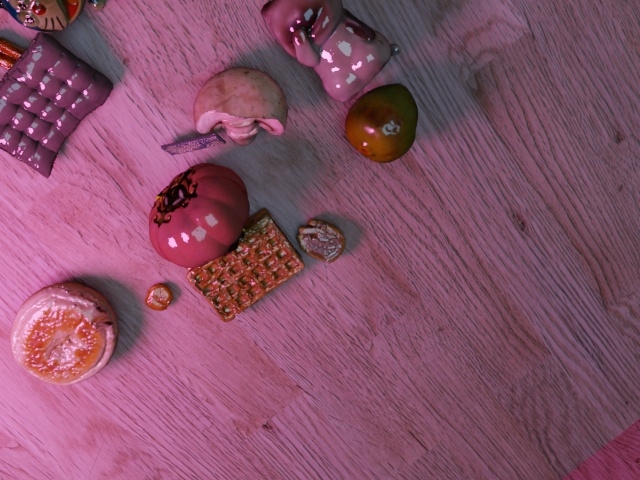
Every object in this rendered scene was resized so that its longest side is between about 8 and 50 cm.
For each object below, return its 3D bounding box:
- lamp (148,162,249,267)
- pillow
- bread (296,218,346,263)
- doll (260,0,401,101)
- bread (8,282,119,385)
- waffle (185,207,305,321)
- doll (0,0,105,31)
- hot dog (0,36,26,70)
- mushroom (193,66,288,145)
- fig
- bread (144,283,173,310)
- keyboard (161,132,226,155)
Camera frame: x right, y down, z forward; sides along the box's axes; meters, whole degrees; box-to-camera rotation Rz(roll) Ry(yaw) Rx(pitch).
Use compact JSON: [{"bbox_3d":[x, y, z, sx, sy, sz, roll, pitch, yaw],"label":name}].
[{"bbox_3d":[-0.318,-0.060,1.769,0.305,0.305,0.240,-48,128,4],"label":"lamp"},{"bbox_3d":[-0.717,-0.343,1.664,0.326,0.101,0.228,-51,135,3],"label":"pillow"},{"bbox_3d":[0.000,0.000,1.971,0.156,0.064,0.117,21,100,-19],"label":"bread"},{"bbox_3d":[0.030,-0.537,1.740,0.371,0.225,0.215,32,132,-24],"label":"doll"},{"bbox_3d":[-0.720,0.260,1.841,0.306,0.158,0.305,-2,106,-8],"label":"bread"},{"bbox_3d":[-0.225,0.078,1.931,0.308,0.091,0.212,-36,111,0],"label":"waffle"},{"bbox_3d":[-0.641,-0.628,1.582,0.322,0.186,0.198,-29,143,-21],"label":"doll"},{"bbox_3d":[-0.778,-0.464,1.669,0.165,0.045,0.071,26,101,-18],"label":"hot dog"},{"bbox_3d":[-0.212,-0.373,1.766,0.254,0.195,0.188,5,75,2],"label":"mushroom"},{"bbox_3d":[0.187,-0.340,1.836,0.207,0.207,0.230,39,95,-20],"label":"fig"},{"bbox_3d":[-0.481,0.170,1.926,0.083,0.046,0.081,-30,108,-1],"label":"bread"},{"bbox_3d":[-0.351,-0.264,1.783,0.176,0.055,0.014,-8,73,19],"label":"keyboard"}]
